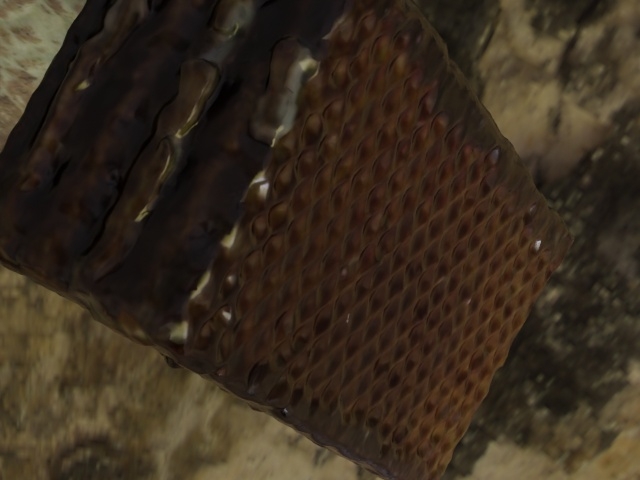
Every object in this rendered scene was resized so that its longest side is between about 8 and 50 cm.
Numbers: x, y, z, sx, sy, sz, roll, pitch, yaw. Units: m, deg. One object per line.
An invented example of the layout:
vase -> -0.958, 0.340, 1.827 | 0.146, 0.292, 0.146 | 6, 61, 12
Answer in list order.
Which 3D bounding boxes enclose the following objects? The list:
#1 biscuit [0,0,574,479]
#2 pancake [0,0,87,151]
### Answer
biscuit -> 0.000, 0.000, 0.546 | 0.070, 0.252, 0.106 | 26, -97, 23
pancake -> -0.129, -0.103, 0.716 | 0.212, 0.235, 0.029 | 18, -122, 6
